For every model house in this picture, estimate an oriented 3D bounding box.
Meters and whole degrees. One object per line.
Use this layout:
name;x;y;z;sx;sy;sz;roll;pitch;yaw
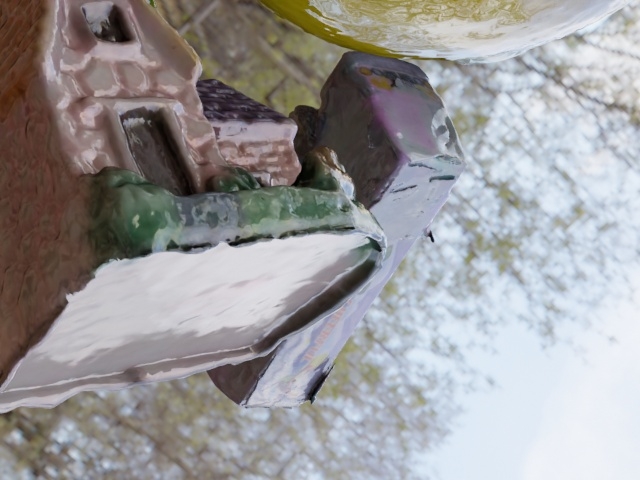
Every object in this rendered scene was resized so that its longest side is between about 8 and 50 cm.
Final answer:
model house;-0.109;-0.053;0.768;0.202;0.237;0.237;-45;-118;44

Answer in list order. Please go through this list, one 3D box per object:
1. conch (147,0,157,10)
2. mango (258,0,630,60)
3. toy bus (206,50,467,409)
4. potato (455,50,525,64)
conch;-0.141;-0.181;0.847;0.074;0.121;0.089;-21;-160;-9
mango;0.051;-0.264;0.366;0.220;0.445;0.301;18;-133;20
toy bus;0.000;0.000;1.061;0.317;0.112;0.138;-58;-134;31
potato;0.138;-0.244;1.032;0.148;0.186;0.253;-31;-173;-33
